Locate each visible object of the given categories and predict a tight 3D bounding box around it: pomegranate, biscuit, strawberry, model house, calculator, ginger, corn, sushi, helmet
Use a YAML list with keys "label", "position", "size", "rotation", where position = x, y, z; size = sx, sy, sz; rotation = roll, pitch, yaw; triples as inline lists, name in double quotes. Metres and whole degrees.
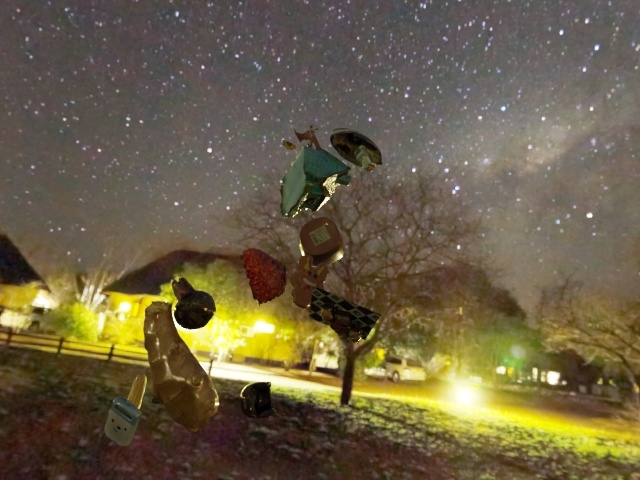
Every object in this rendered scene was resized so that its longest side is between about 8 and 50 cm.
- label: "pomegranate"
  position: [-0.387, 0.191, 1.304]
  size: [0.125, 0.163, 0.138]
  rotation: [-4, -9, -23]
- label: "biscuit"
  position: [-0.057, 0.201, 2.094]
  size: [0.186, 0.295, 0.044]
  rotation: [27, -41, -13]
- label: "strawberry"
  position: [-0.252, 0.154, 2.100]
  size: [0.150, 0.280, 0.253]
  rotation: [-18, 1, 18]
- label: "model house"
  position: [-0.016, -0.210, 1.760]
  size: [0.241, 0.226, 0.261]
  rotation: [9, -33, -25]
- label: "calculator"
  position: [-0.742, 0.677, 1.593]
  size: [0.121, 0.210, 0.039]
  rotation: [30, 21, 10]
- label: "ginger"
  position: [-0.423, 0.370, 1.252]
  size: [0.166, 0.375, 0.236]
  rotation: [-11, -31, -27]
- label: "corn"
  position: [-0.909, 0.760, 2.100]
  size: [0.067, 0.206, 0.067]
  rotation: [-2, -49, -2]
- label: "sushi"
  position: [0.080, 0.336, 1.787]
  size: [0.294, 0.059, 0.292]
  rotation: [21, -36, 7]
- label: "helmet"
  position: [-0.339, 0.867, 2.310]
  size: [0.193, 0.189, 0.216]
  rotation: [-18, -18, 26]

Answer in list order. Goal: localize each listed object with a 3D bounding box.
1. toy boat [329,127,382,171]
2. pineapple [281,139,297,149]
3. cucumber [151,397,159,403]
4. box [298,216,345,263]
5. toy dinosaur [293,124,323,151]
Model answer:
- label: "toy boat"
  position: [0.138, -0.334, 1.586]
  size: [0.262, 0.115, 0.114]
  rotation: [28, -54, -27]
- label: "pineapple"
  position: [-0.157, -0.478, 2.144]
  size: [0.083, 0.019, 0.045]
  rotation: [23, -32, 9]
- label: "cucumber"
  position: [-0.616, 0.648, 1.758]
  size: [0.036, 0.033, 0.184]
  rotation: [25, 10, 39]
- label: "box"
  position: [0.000, 0.000, 2.569]
  size: [0.301, 0.301, 0.216]
  rotation: [6, -13, 9]
- label: "toy dinosaur"
  position: [-0.037, -0.410, 1.738]
  size: [0.032, 0.108, 0.220]
  rotation: [-1, -15, 41]
